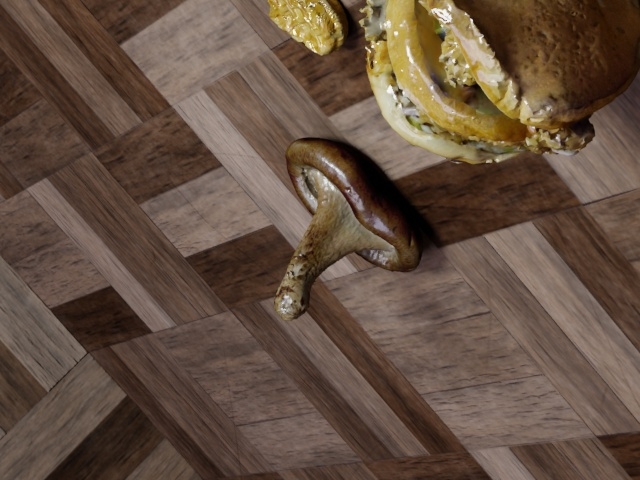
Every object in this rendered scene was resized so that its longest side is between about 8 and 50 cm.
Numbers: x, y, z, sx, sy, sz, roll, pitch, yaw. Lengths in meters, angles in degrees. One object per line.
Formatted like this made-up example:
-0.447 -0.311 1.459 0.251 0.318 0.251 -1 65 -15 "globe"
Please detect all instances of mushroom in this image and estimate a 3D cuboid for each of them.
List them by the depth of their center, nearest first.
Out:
0.000 0.000 2.454 0.227 0.217 0.148 45 155 -2 "mushroom"

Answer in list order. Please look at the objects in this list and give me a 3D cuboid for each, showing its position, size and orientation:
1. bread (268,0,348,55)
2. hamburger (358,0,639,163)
-0.015 -0.265 2.278 0.110 0.044 0.083 35 152 24 "bread"
0.169 -0.204 1.878 0.260 0.245 0.211 8 163 -14 "hamburger"
